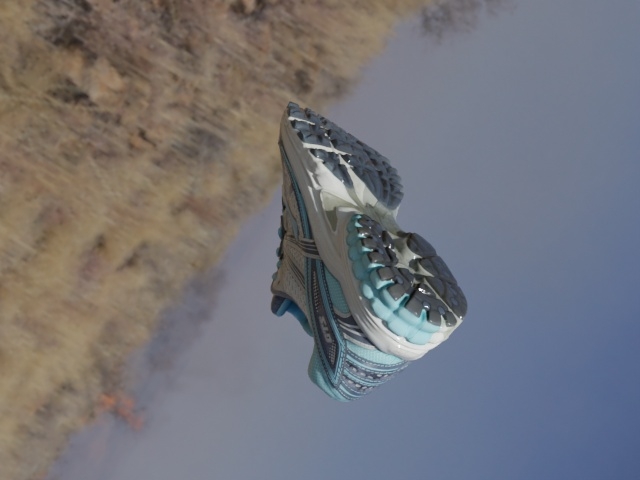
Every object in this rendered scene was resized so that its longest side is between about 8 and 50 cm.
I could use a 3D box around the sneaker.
[{"bbox_3d":[0.000,0.000,0.744,0.122,0.110,0.283,-50,-147,22],"label":"sneaker"}]
